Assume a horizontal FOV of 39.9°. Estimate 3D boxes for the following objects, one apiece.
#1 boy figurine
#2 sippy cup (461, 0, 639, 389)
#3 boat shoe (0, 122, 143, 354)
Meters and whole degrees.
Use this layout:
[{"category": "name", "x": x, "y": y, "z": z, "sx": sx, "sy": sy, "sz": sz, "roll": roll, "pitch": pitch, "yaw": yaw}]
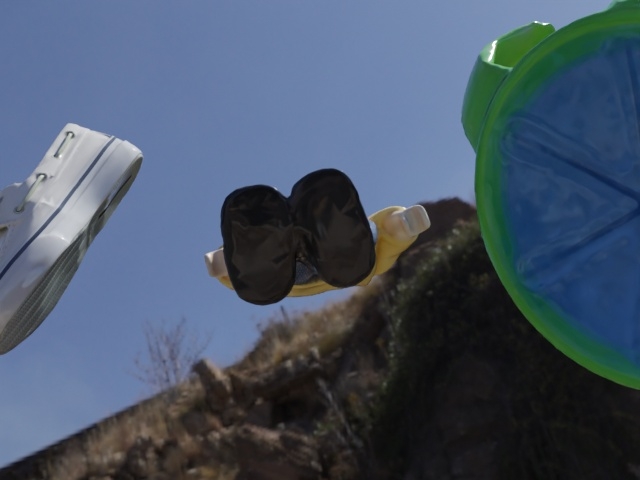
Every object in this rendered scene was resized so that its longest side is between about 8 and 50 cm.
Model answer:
[{"category": "boy figurine", "x": 0.000, "y": 0.000, "z": 0.717, "sx": 0.177, "sy": 0.092, "sz": 0.285, "roll": -13, "pitch": 0, "yaw": 5}, {"category": "sippy cup", "x": 0.258, "y": -0.048, "z": 0.577, "sx": 0.224, "sy": 0.305, "sz": 0.240, "roll": -22, "pitch": -6, "yaw": -41}, {"category": "boat shoe", "x": -0.215, "y": -0.008, "z": 0.669, "sx": 0.076, "sy": 0.226, "sz": 0.083, "roll": 26, "pitch": -51, "yaw": -3}]
